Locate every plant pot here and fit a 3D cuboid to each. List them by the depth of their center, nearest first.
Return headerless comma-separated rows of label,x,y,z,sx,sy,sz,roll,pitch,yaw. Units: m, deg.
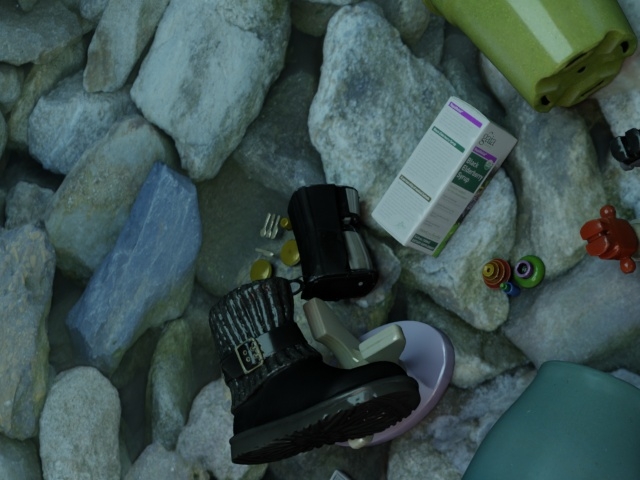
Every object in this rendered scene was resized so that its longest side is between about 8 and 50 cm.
plant pot,0.331,0.309,1.575,0.272,0.271,0.255,13,70,40
plant pot,0.329,-0.341,1.780,0.276,0.276,0.254,-39,66,23

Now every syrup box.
syrup box,0.197,-0.100,1.899,0.096,0.093,0.237,44,105,39

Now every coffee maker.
coffee maker,0.000,0.000,1.978,0.120,0.171,0.178,-42,51,42

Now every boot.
boot,-0.023,0.167,1.761,0.348,0.131,0.260,-22,63,31

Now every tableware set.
tableware set,-0.072,0.029,2.126,0.104,0.024,0.154,13,84,37

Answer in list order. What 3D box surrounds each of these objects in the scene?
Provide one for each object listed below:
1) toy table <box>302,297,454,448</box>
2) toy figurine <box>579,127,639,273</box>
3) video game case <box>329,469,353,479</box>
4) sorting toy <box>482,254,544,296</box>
toy table,0.060,0.218,1.870,0.274,0.161,0.252,-45,54,18
toy figurine,0.481,-0.041,1.601,0.213,0.148,0.209,25,106,43
video game case,0.038,0.491,1.893,0.173,0.022,0.190,35,99,40
sorting toy,0.287,0.051,1.814,0.102,0.042,0.061,-10,71,36
